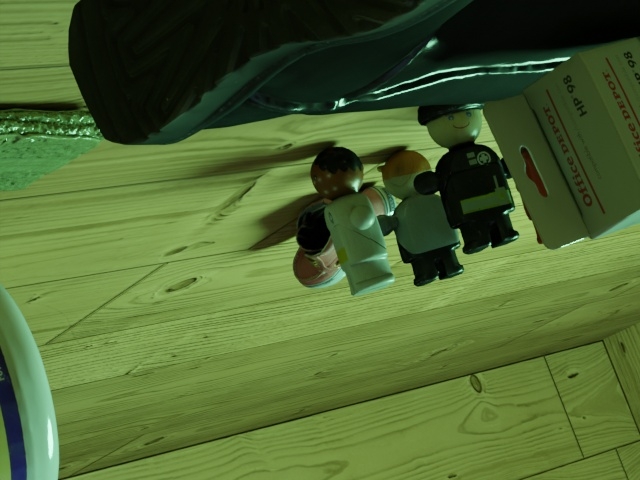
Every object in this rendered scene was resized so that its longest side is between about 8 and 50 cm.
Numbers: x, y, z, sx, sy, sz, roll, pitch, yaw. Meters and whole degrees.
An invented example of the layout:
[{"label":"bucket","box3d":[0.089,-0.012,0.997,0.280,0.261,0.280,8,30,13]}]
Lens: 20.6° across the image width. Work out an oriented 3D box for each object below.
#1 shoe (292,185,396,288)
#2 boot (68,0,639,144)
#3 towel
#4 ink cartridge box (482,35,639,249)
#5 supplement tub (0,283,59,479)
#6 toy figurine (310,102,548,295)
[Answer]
[{"label":"shoe","box3d":[0.000,0.000,1.815,0.081,0.063,0.178,-10,159,-37]},{"label":"boot","box3d":[0.131,-0.170,1.024,0.445,0.146,0.367,-6,170,-41]},{"label":"towel","box3d":[-0.223,-0.063,1.223,0.110,0.027,0.148,-28,167,36]},{"label":"ink cartridge box","box3d":[0.197,-0.068,1.090,0.180,0.104,0.060,-18,170,-38]},{"label":"supplement tub","box3d":[-0.406,0.165,1.426,0.331,0.241,0.241,-14,167,-30]},{"label":"toy figurine","box3d":[0.110,-0.048,1.594,0.209,0.148,0.213,-21,172,34]}]
